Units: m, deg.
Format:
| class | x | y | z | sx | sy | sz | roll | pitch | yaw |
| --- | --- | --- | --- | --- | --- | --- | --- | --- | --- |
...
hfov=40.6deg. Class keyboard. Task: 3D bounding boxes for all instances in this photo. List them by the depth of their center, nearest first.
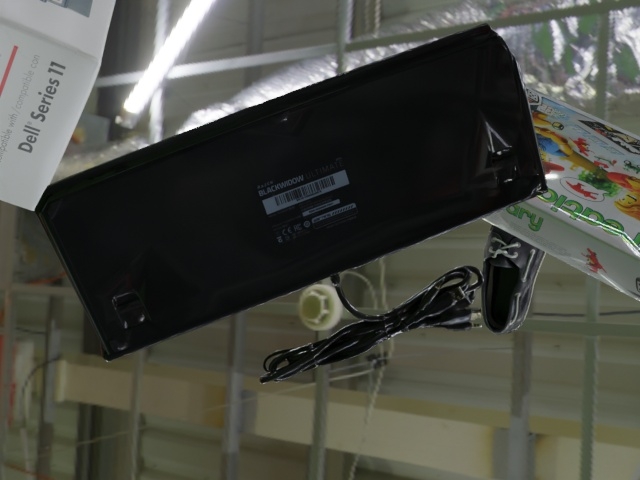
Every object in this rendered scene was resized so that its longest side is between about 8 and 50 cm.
| class | x | y | z | sx | sy | sz | roll | pitch | yaw |
| --- | --- | --- | --- | --- | --- | --- | --- | --- | --- |
| keyboard | 0.000 | 0.000 | 0.569 | 0.317 | 0.033 | 0.202 | -20 | -68 | -4 |

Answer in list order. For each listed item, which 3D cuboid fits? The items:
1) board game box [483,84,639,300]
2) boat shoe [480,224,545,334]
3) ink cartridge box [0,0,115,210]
| class | x | y | z | sx | sy | sz | roll | pitch | yaw |
| --- | --- | --- | --- | --- | --- | --- | --- | --- | --- |
| board game box | 0.275 | -0.057 | 0.911 | 0.305 | 0.193 | 0.053 | 29 | -42 | 20 |
| boat shoe | 0.243 | 0.022 | 1.097 | 0.075 | 0.065 | 0.206 | 12 | -75 | 25 |
| ink cartridge box | -0.289 | -0.179 | 0.859 | 0.207 | 0.119 | 0.354 | -53 | -153 | 38 |
